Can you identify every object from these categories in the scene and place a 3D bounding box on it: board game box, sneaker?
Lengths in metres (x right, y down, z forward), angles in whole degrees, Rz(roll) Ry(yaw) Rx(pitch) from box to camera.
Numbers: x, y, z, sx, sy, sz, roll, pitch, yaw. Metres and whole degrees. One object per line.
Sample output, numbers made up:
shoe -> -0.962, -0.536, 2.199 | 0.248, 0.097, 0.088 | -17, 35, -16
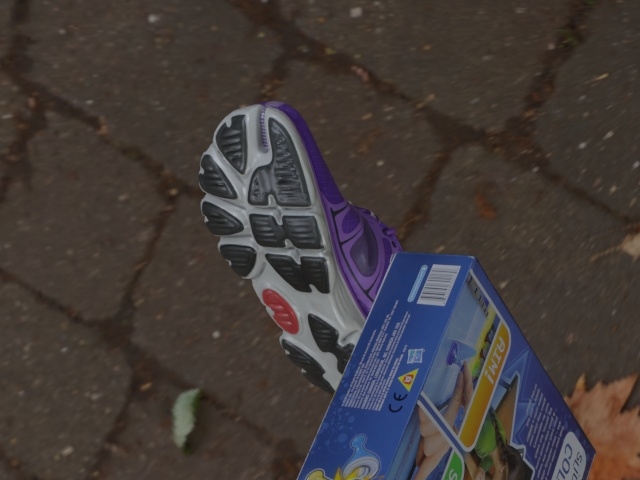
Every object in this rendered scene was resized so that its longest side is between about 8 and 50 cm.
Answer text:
board game box -> 0.032, 0.124, 0.521 | 0.035, 0.201, 0.136 | 3, 144, 35
sneaker -> 0.000, 0.000, 0.701 | 0.068, 0.071, 0.170 | 7, 137, 34
